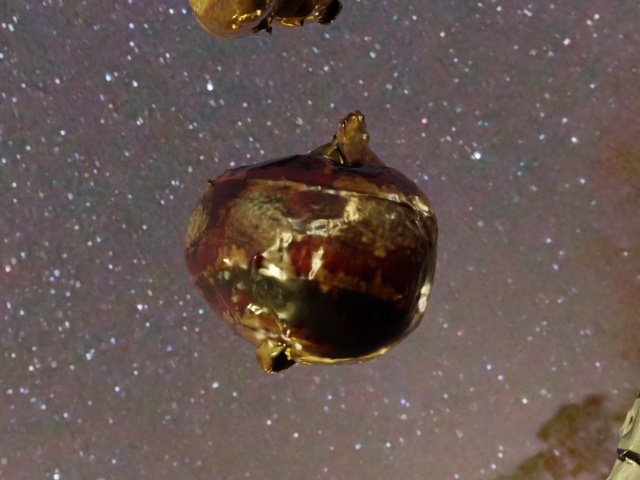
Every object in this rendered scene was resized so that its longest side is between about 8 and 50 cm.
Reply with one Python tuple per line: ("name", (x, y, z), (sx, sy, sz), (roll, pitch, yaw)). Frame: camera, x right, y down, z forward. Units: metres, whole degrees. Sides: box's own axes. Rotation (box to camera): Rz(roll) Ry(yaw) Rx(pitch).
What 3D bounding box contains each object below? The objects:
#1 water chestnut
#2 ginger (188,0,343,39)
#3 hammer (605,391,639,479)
("water chestnut", (0.000, 0.000, 0.675), (0.224, 0.238, 0.223), (4, -11, 1))
("ginger", (-0.073, -0.291, 0.901), (0.309, 0.133, 0.107), (-42, -25, -63))
("hammer", (0.308, 0.195, 0.750), (0.152, 0.044, 0.427), (-67, -24, -7))
